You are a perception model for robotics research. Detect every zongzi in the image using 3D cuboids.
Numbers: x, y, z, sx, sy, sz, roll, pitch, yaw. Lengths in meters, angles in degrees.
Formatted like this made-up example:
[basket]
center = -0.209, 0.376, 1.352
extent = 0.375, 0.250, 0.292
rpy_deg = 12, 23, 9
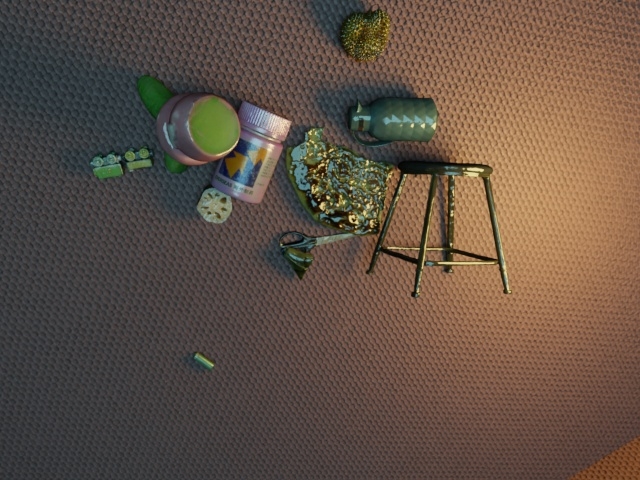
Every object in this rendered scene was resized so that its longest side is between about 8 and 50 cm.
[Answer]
[zongzi]
center = -0.095, 0.085, 1.810
extent = 0.109, 0.055, 0.119
rpy_deg = 20, 121, -14

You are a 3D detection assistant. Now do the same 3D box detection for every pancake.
[pancake]
center = 0.058, -0.199, 1.767
extent = 0.426, 0.067, 0.305
rpy_deg = 25, 94, -14

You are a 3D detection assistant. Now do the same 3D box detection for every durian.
[durian]
center = 0.137, -0.647, 1.600
extent = 0.158, 0.137, 0.168
rpy_deg = 15, 119, 7

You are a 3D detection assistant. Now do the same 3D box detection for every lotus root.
[lotus root]
center = -0.352, -0.125, 1.706
extent = 0.112, 0.081, 0.122
rpy_deg = 25, 101, -17

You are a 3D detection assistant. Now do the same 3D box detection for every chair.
[chair]
center = 0.395, -0.056, 1.698
extent = 0.364, 0.362, 0.411
rpy_deg = 0, 98, -19

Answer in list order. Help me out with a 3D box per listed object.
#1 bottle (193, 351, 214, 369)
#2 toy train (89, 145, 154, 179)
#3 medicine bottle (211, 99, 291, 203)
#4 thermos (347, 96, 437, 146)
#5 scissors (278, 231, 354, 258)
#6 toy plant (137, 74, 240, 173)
[bottle]
center = -0.436, 0.449, 1.894
extent = 0.083, 0.030, 0.030
rpy_deg = 40, 97, -17
[toy train]
center = -0.635, -0.251, 1.637
extent = 0.202, 0.060, 0.081
rpy_deg = -11, 115, -5
[medicine bottle]
center = -0.222, -0.281, 1.627
extent = 0.178, 0.178, 0.291
rpy_deg = 21, 104, -14
[thermos]
center = 0.230, -0.392, 1.691
extent = 0.286, 0.145, 0.182
rpy_deg = -1, 141, -6
[scissors]
center = 0.000, 0.000, 1.829
extent = 0.299, 0.022, 0.109
rpy_deg = -12, 112, -6
[toy plant]
center = -0.401, -0.356, 1.515
extent = 0.210, 0.356, 0.317
rpy_deg = -28, 114, -26
